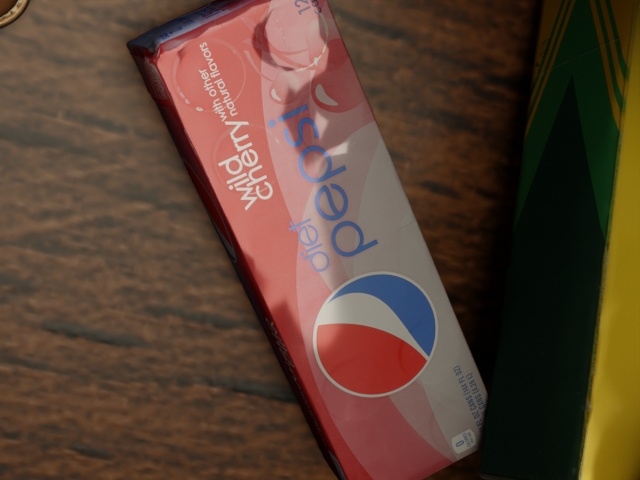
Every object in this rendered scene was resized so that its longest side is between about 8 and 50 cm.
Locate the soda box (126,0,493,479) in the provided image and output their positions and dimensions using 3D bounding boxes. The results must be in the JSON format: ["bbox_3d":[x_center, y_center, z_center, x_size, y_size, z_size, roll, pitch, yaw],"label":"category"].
[{"bbox_3d":[0.000,0.000,0.608,0.092,0.083,0.263,-27,108,-8],"label":"soda box"}]

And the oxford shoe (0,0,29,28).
[{"bbox_3d":[-0.191,-0.191,0.522,0.076,0.076,0.212,-27,109,-10],"label":"oxford shoe"}]

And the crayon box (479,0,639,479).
[{"bbox_3d":[0.286,0.000,0.632,0.363,0.106,0.313,12,80,-17],"label":"crayon box"}]
